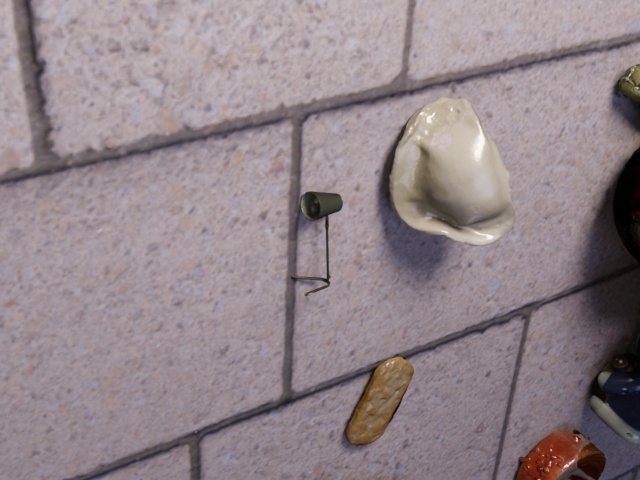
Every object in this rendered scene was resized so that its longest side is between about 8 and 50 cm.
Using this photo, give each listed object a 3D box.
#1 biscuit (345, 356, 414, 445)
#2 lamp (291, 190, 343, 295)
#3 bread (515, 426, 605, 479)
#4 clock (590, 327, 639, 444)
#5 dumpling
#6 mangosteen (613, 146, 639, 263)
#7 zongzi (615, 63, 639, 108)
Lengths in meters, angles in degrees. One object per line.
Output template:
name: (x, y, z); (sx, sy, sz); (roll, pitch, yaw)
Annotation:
biscuit: (0.080, 0.218, 1.300); (0.071, 0.018, 0.147); (8, 116, -37)
lamp: (0.000, -0.001, 1.075); (0.054, 0.041, 0.121); (-12, 123, -41)
bread: (0.404, 0.391, 1.625); (0.160, 0.073, 0.161); (-20, 133, -23)
clock: (0.566, 0.209, 1.573); (0.199, 0.146, 0.243); (10, 121, -39)
dumpling: (0.145, -0.062, 1.096); (0.134, 0.100, 0.169); (-26, 132, 0)
mangosteen: (0.529, -0.039, 1.259); (0.231, 0.289, 0.231); (-21, 129, -29)
zongzi: (0.422, -0.178, 1.254); (0.109, 0.055, 0.119); (-12, 137, -27)
